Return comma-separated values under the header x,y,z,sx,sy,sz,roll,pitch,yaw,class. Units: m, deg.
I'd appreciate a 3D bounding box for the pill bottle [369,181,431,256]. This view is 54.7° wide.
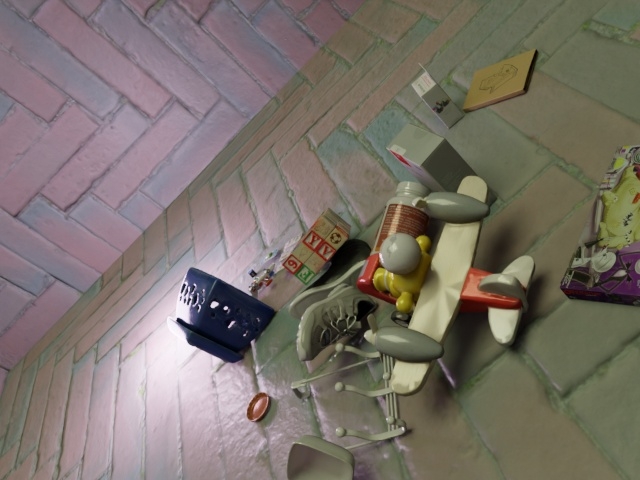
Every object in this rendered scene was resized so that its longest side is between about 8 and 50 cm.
x,y,z,sx,sy,sz,roll,pitch,yaw,class
0.211,-0.034,1.574,0.121,0.121,0.216,-1,65,53,pill bottle

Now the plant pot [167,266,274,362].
x,y,z,sx,sy,sz,roll,pitch,yaw,class
-0.323,0.237,1.912,0.236,0.236,0.212,14,73,57,plant pot

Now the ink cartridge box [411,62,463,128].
x,y,z,sx,sy,sz,roll,pitch,yaw,class
0.333,-0.426,1.819,0.061,0.181,0.104,-40,31,17,ink cartridge box

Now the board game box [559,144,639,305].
x,y,z,sx,sy,sz,roll,pitch,yaw,class
0.606,-0.038,1.161,0.208,0.056,0.347,5,60,50,board game box

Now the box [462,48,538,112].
x,y,z,sx,sy,sz,roll,pitch,yaw,class
0.513,-0.457,1.775,0.201,0.021,0.164,-11,48,49,box

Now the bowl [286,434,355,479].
x,y,z,sx,sy,sz,roll,pitch,yaw,class
0.004,0.468,1.289,0.053,0.142,0.142,-53,-23,-56,bowl

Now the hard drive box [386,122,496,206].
x,y,z,sx,sy,sz,roll,pitch,yaw,class
0.298,-0.169,1.530,0.089,0.232,0.181,-48,29,3,hard drive box

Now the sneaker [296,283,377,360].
x,y,z,sx,sy,sz,roll,pitch,yaw,class
0.040,0.196,1.507,0.115,0.105,0.281,14,36,28,sneaker

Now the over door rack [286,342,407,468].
x,y,z,sx,sy,sz,roll,pitch,yaw,class
0.038,0.368,1.401,0.324,0.108,0.240,-33,33,27,over door rack

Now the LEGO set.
x,y,z,sx,sy,sz,roll,pitch,yaw,class
-0.152,0.091,2.048,0.244,0.060,0.182,-32,22,26,LEGO set

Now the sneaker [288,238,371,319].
x,y,z,sx,sy,sz,roll,pitch,yaw,class
0.037,0.107,1.709,0.295,0.104,0.147,-34,29,19,sneaker

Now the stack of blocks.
x,y,z,sx,sy,sz,roll,pitch,yaw,class
0.000,0.000,1.745,0.171,0.087,0.297,-50,3,12,stack of blocks

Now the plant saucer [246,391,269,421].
x,y,z,sx,sy,sz,roll,pitch,yaw,class
-0.167,0.450,1.674,0.083,0.013,0.083,-34,34,27,plant saucer

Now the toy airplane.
x,y,z,sx,sy,sz,roll,pitch,yaw,class
0.239,0.078,1.287,0.384,0.272,0.386,-41,34,19,toy airplane
